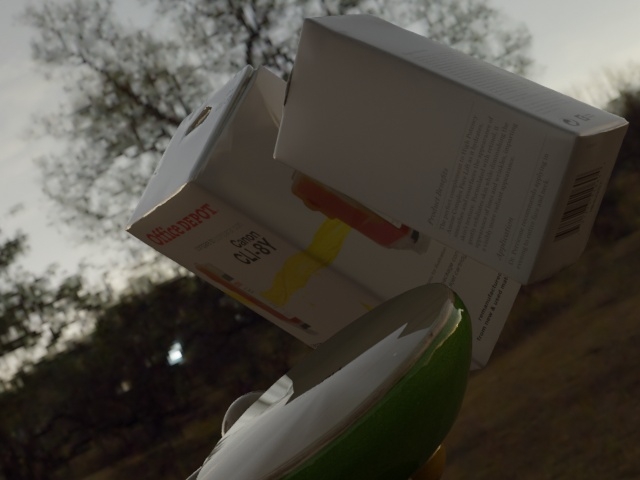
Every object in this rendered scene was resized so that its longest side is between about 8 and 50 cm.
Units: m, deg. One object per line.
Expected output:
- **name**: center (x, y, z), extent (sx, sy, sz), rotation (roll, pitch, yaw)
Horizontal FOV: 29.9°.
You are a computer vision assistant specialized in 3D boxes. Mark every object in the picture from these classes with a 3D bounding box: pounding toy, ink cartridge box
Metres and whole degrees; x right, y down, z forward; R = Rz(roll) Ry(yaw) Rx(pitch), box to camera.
- **pounding toy**: center (0.015, 0.133, 0.684), extent (0.237, 0.110, 0.183), rotation (-33, 9, 39)
- **ink cartridge box**: center (0.000, 0.000, 1.376), extent (0.160, 0.385, 0.279), rotation (-62, 16, -21)

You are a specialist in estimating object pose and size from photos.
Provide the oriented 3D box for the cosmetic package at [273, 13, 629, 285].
- **cosmetic package**: center (0.086, -0.072, 0.858), extent (0.085, 0.231, 0.117), rotation (-18, -50, -50)
